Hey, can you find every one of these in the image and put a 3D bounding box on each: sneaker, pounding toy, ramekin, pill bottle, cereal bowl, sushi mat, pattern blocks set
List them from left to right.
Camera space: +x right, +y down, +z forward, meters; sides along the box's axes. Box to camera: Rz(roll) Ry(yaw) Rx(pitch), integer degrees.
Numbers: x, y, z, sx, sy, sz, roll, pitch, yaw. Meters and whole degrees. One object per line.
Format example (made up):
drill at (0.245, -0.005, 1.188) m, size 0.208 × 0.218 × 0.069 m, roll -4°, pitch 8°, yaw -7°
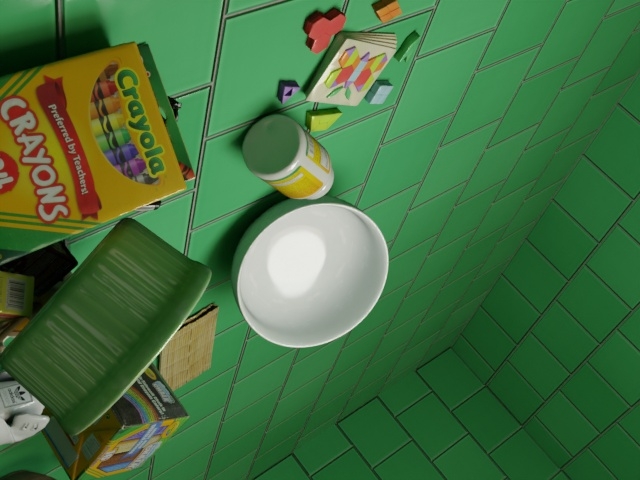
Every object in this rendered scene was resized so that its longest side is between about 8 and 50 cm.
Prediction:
sneaker at (-0.563, 0.252, 1.305) m, size 0.210 × 0.137 × 0.366 m, roll -18°, pitch 156°, yaw -19°
pounding toy at (-0.466, 0.105, 1.278) m, size 0.130 × 0.100 × 0.141 m, roll -47°, pitch 158°, yaw 13°
ramekin at (-0.310, 0.110, 1.161) m, size 0.303 × 0.148 × 0.303 m, roll -45°, pitch -168°, yaw 12°
sushi mat at (-0.317, 0.266, 1.932) m, size 0.151 × 0.019 × 0.316 m, roll -30°, pitch 156°, yaw -29°
pill bottle at (-0.049, -0.142, 1.480) m, size 0.117 × 0.117 × 0.208 m, roll -44°, pitch 158°, yaw 7°
cereal bowl at (-0.034, 0.052, 1.737) m, size 0.339 × 0.141 × 0.339 m, roll -9°, pitch 115°, yaw -19°
pattern blocks set at (0.056, -0.308, 1.462) m, size 0.325 × 0.026 × 0.285 m, roll -21°, pitch 151°, yaw -41°

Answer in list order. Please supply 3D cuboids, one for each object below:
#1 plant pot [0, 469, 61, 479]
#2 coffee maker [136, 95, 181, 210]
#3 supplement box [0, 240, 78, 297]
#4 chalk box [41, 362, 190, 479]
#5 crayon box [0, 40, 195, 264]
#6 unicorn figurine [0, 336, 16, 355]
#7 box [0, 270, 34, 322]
plant pot at (-0.682, 0.595, 1.829) m, size 0.237 × 0.110 × 0.237 m, roll -33°, pitch 157°, yaw -16°
coffee maker at (-0.302, -0.119, 1.143) m, size 0.178 × 0.120 × 0.171 m, roll -18°, pitch 125°, yaw -47°
supplement box at (-0.435, -0.002, 1.126) m, size 0.081 × 0.104 × 0.188 m, roll -41°, pitch 158°, yaw 0°
chalk box at (-0.424, 0.377, 1.752) m, size 0.179 × 0.180 × 0.289 m, roll -47°, pitch 156°, yaw 14°
crayon box at (-0.303, -0.119, 1.006) m, size 0.318 × 0.202 × 0.081 m, roll -27°, pitch -164°, yaw -33°
unicorn figurine at (-0.491, 0.156, 1.356) m, size 0.060 × 0.111 × 0.162 m, roll -36°, pitch 145°, yaw 15°
box at (-0.490, 0.087, 1.091) m, size 0.232 × 0.058 × 0.087 m, roll -14°, pitch 161°, yaw 32°
